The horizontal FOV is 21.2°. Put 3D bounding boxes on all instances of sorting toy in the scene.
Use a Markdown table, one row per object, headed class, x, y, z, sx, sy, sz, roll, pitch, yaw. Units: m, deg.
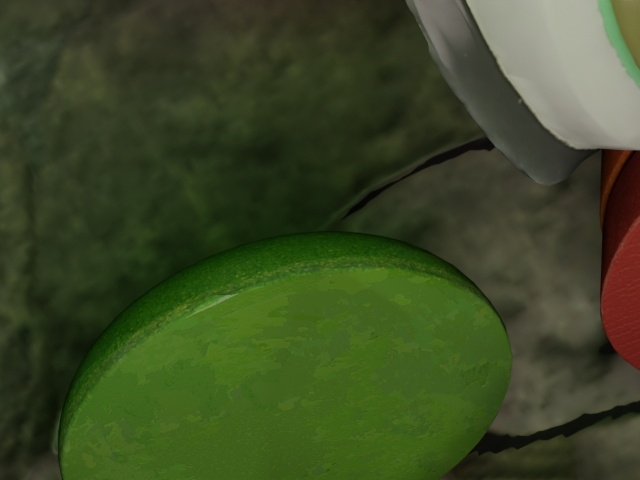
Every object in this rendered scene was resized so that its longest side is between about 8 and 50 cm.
| class | x | y | z | sx | sy | sz | roll | pitch | yaw |
| --- | --- | --- | --- | --- | --- | --- | --- | --- | --- |
| sorting toy | 0.000 | 0.000 | 0.500 | 0.365 | 0.127 | 0.126 | -20 | 51 | 0 |

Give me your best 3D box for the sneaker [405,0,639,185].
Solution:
| class | x | y | z | sx | sy | sz | roll | pitch | yaw |
| --- | --- | --- | --- | --- | --- | --- | --- | --- | --- |
| sneaker | 0.189 | -0.169 | 0.421 | 0.182 | 0.158 | 0.410 | 10 | 56 | 40 |
